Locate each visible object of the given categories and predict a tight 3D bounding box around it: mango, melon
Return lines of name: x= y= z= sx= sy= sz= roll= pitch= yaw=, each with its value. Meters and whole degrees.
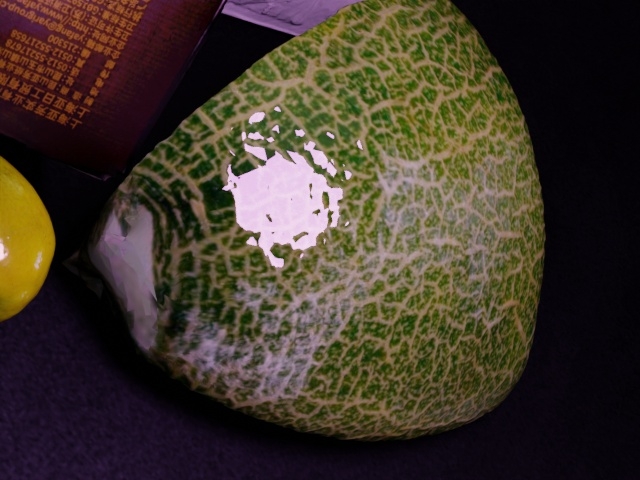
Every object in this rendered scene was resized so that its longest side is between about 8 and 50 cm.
mango: x=-0.241 y=-0.015 z=1.180 sx=0.163 sy=0.089 sz=0.117 roll=38 pitch=41 yaw=7
melon: x=0.000 y=0.000 z=1.346 sx=0.343 sy=0.226 sz=0.331 roll=-28 pitch=120 yaw=-56

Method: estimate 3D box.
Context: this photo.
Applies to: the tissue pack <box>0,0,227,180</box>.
tissue pack: x=-0.260 y=-0.206 z=1.196 sx=0.370 sy=0.210 sz=0.198 roll=25 pitch=18 yaw=-30

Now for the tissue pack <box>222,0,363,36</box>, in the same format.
tissue pack: x=-0.040 y=-0.302 z=1.665 sx=0.177 sy=0.089 sz=0.263 roll=14 pitch=46 yaw=-36
